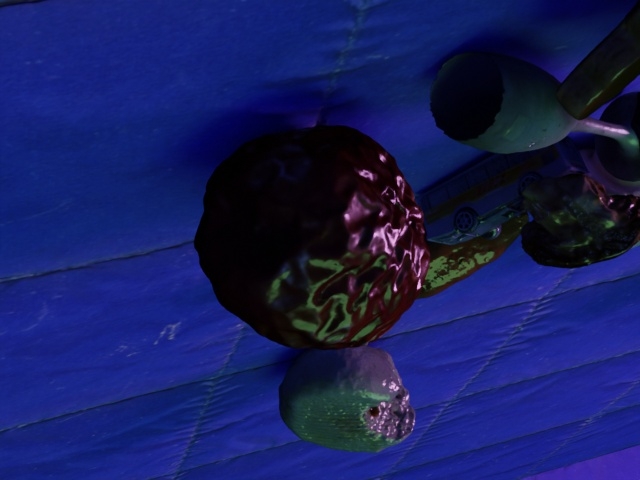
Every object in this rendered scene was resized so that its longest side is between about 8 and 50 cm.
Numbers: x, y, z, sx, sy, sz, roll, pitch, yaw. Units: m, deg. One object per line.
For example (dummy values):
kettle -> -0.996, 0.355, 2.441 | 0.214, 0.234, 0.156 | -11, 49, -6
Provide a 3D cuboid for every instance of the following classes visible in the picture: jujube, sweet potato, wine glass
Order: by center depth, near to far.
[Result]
jujube -> 0.000, 0.000, 1.357 | 0.213, 0.213, 0.232 | -28, 165, 23
wine glass -> 0.287, -0.081, 1.370 | 0.310, 0.264, 0.096 | 6, 114, -48
sweet potato -> 0.128, 0.020, 1.695 | 0.252, 0.097, 0.097 | -21, 160, 10

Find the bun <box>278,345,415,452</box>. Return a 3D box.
bun -> 0.044, 0.211, 2.062 | 0.204, 0.126, 0.212 | 14, 145, -11

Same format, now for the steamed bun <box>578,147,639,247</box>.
steamed bun -> 0.338, -0.057, 1.667 | 0.183, 0.106, 0.183 | -17, 156, -8

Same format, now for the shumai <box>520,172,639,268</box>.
shumai -> 0.282, -0.028, 1.519 | 0.123, 0.139, 0.105 | -41, 137, -48

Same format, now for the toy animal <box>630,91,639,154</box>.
toy animal -> 0.389, -0.074, 1.367 | 0.214, 0.186, 0.094 | -6, 159, -29

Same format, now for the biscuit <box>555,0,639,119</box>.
biscuit -> 0.329, -0.223, 1.247 | 0.320, 0.047, 0.183 | -45, 173, 35

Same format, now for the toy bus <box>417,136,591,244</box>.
toy bus -> 0.199, -0.056, 1.585 | 0.190, 0.075, 0.064 | -31, 155, 30
